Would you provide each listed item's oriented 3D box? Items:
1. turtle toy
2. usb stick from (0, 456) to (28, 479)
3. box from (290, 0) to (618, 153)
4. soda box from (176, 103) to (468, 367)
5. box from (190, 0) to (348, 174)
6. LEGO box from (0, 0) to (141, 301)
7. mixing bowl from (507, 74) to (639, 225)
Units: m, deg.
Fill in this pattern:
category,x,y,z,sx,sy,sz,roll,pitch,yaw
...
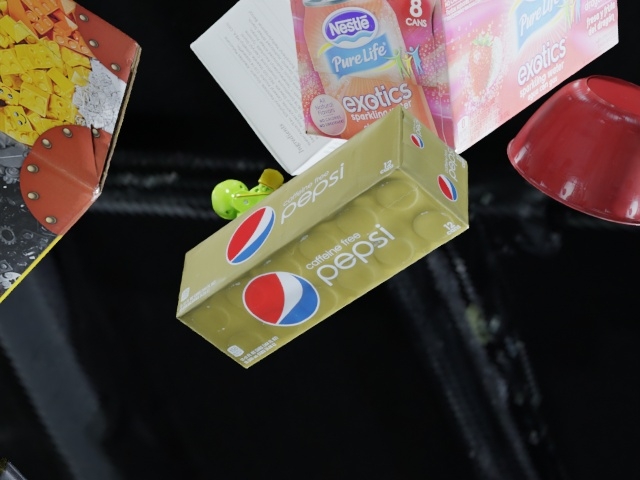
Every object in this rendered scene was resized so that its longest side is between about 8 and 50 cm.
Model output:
category,x,y,z,sx,sy,sz,roll,pitch,yaw
turtle toy,-0.061,-0.028,1.835,0.130,0.095,0.066,28,-8,6
usb stick,-0.244,0.304,1.544,0.278,0.077,0.045,54,-3,-31
box,0.123,-0.195,1.425,0.154,0.300,0.142,12,-60,34
soda box,0.000,0.000,0.975,0.181,0.058,0.061,-34,-58,30
box,-0.015,-0.171,1.782,0.119,0.181,0.182,-40,-100,15
LEGO box,-0.438,-0.050,1.317,0.372,0.193,0.500,31,-51,-21
mixing bowl,0.290,-0.102,1.674,0.181,0.181,0.098,23,-62,7
